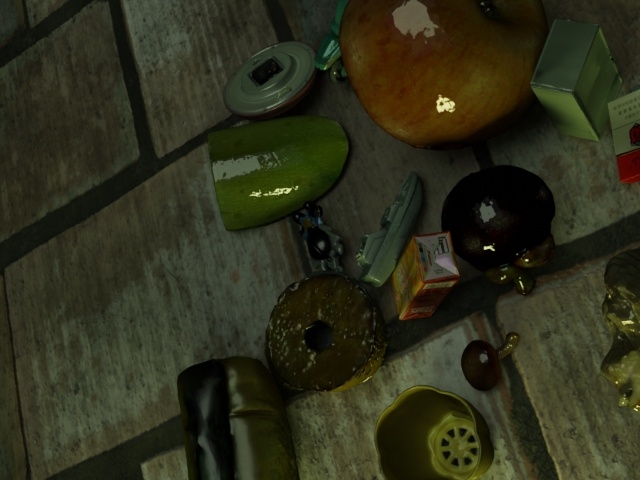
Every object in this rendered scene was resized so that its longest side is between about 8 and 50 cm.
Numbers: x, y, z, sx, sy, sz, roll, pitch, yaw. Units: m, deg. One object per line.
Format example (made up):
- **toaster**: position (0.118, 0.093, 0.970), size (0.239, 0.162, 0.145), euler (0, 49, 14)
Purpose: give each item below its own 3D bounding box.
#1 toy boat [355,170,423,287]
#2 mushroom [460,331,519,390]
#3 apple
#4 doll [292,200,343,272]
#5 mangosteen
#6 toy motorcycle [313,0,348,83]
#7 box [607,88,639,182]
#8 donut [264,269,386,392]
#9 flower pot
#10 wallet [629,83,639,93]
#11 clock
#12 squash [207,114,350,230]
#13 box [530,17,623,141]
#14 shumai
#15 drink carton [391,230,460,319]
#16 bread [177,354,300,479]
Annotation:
- **toy boat**: position (0.140, -0.031, 1.594), size (0.261, 0.085, 0.078), euler (-64, 11, -20)
- **mushroom**: position (0.307, 0.210, 1.457), size (0.130, 0.072, 0.088), euler (-52, 28, 4)
- **apple**: position (0.243, -0.363, 1.473), size (0.333, 0.400, 0.401), euler (-10, 70, 45)
- **doll**: position (0.000, 0.000, 1.699), size (0.096, 0.070, 0.195), euler (-51, 49, 26)
- **mangosteen**: position (0.334, -0.013, 1.446), size (0.211, 0.211, 0.250), euler (-18, 97, 24)
- **toy motorcycle**: position (0.094, -0.479, 1.712), size (0.109, 0.198, 0.297), euler (34, 95, 28)
- **box**: position (0.571, -0.188, 1.406), size (0.100, 0.048, 0.152), euler (-23, 66, 57)
- **donut**: position (0.017, 0.195, 1.615), size (0.272, 0.107, 0.272), euler (-13, 65, 30)
- **flower pot**: position (0.215, 0.361, 1.400), size (0.195, 0.179, 0.195), euler (-9, 71, 26)
- **wallet**: position (0.667, -0.220, 1.396), size (0.167, 0.036, 0.222), euler (-28, 63, 21)
- **clock**: position (-0.115, -0.374, 1.837), size (0.244, 0.056, 0.244), euler (-17, 45, 18)
- **squash**: position (-0.089, -0.174, 1.807), size (0.308, 0.210, 0.234), euler (-11, 66, -3)
- **box**: position (0.460, -0.282, 1.421), size (0.086, 0.225, 0.130), euler (20, 86, 32)
- **shumai**: position (0.567, 0.173, 1.279), size (0.314, 0.266, 0.263), euler (-125, 40, -58)
- **drink carton**: position (0.190, 0.069, 1.479), size (0.070, 0.223, 0.096), euler (-6, 68, -8)
- **bread**: position (-0.158, 0.407, 1.572), size (0.208, 0.251, 0.377), euler (-15, 67, -1)
